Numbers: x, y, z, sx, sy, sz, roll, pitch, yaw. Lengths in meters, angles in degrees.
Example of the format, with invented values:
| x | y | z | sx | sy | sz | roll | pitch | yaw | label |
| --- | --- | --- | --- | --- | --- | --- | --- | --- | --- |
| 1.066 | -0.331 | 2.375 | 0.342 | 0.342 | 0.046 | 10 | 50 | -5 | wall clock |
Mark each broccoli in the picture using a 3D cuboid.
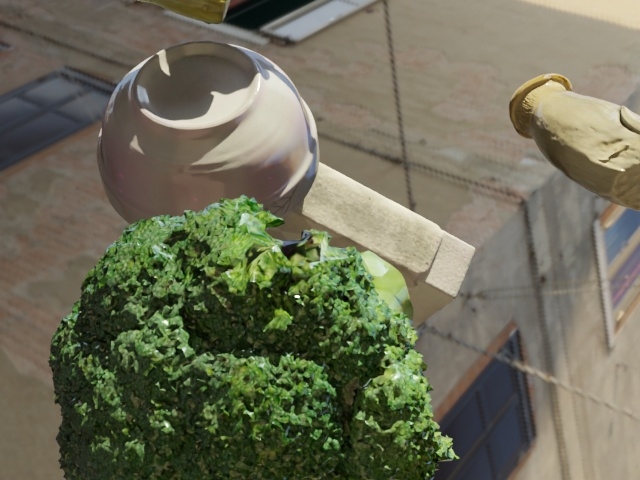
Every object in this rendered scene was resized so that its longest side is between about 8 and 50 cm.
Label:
| x | y | z | sx | sy | sz | roll | pitch | yaw | label |
| --- | --- | --- | --- | --- | --- | --- | --- | --- | --- |
| -0.032 | 0.089 | 0.638 | 0.269 | 0.270 | 0.270 | 17 | -61 | 33 | broccoli |

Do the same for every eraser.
| x | y | z | sx | sy | sz | roll | pitch | yaw | label |
| --- | --- | --- | --- | --- | --- | --- | --- | --- | --- |
| -0.001 | 0.000 | 1.442 | 0.396 | 0.082 | 0.213 | 27 | -39 | -18 | eraser |

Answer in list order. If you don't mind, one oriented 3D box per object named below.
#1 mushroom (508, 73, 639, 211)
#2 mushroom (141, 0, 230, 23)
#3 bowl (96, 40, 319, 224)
| x | y | z | sx | sy | sz | roll | pitch | yaw | label |
| --- | --- | --- | --- | --- | --- | --- | --- | --- | --- |
| 0.294 | -0.105 | 1.077 | 0.247 | 0.108 | 0.096 | 41 | -24 | 49 | mushroom |
| -0.262 | -0.342 | 1.228 | 0.333 | 0.107 | 0.087 | 21 | -87 | 1 | mushroom |
| -0.146 | -0.146 | 1.273 | 0.287 | 0.287 | 0.144 | 29 | -32 | 22 | bowl |
